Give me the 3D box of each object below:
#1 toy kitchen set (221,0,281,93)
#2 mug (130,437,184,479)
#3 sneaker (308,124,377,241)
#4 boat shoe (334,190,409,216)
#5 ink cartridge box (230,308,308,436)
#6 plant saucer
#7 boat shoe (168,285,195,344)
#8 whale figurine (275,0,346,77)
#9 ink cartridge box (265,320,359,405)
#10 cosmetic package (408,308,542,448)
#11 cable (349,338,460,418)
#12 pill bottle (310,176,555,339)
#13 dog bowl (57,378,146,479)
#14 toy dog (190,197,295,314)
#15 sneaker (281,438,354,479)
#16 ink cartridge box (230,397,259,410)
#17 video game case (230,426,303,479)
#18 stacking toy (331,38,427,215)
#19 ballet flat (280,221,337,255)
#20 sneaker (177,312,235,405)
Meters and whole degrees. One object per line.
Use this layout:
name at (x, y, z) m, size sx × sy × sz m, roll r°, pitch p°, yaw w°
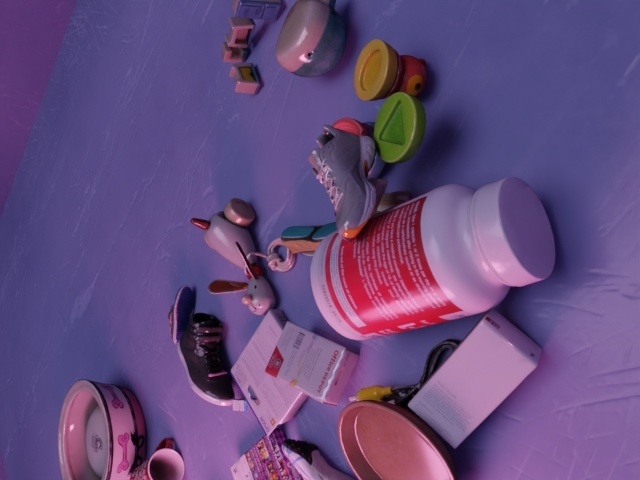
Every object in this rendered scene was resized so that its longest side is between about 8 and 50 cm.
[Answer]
toy kitchen set at (-0.172, -0.527, 1.664) m, size 0.166 × 0.122 × 0.207 m, roll 68°, pitch 150°, yaw 26°
mug at (-0.487, 0.694, 1.868) m, size 0.113 × 0.150 × 0.169 m, roll 46°, pitch 131°, yaw -4°
sneaker at (0.030, -0.109, 1.128) m, size 0.099 × 0.120 × 0.263 m, roll -54°, pitch 23°, yaw 40°
boat shoe at (0.115, -0.077, 1.336) m, size 0.189 × 0.068 × 0.072 m, roll 0°, pitch 71°, yaw 39°
ink cartridge box at (-0.114, 0.326, 1.530) m, size 0.224 × 0.045 × 0.223 m, roll -56°, pitch 51°, yaw 23°
plant saucer at (0.149, 0.416, 1.179) m, size 0.277 × 0.041 × 0.278 m, roll 25°, pitch 131°, yaw 32°
boat shoe at (-0.427, 0.222, 1.860) m, size 0.066 × 0.066 × 0.184 m, roll 14°, pitch 96°, yaw 47°
whale figurine at (-0.017, -0.499, 1.485) m, size 0.216 × 0.141 × 0.272 m, roll -48°, pitch 30°, yaw 31°
ink cartridge box at (-0.019, 0.274, 1.380) m, size 0.175 × 0.072 × 0.128 m, roll 19°, pitch 80°, yaw 36°
cosmetic package at (0.270, 0.243, 1.092) m, size 0.117 × 0.085 × 0.231 m, roll 41°, pitch 116°, yaw 12°
cable at (0.179, 0.310, 1.213) m, size 0.287 × 0.072 × 0.140 m, roll -44°, pitch 62°, yaw 34°
pill bottle at (0.192, 0.035, 1.114) m, size 0.407 × 0.228 × 0.229 m, roll -23°, pitch 70°, yaw 43°
dog bowl at (-0.728, 0.667, 2.070) m, size 0.407 × 0.150 × 0.409 m, roll -7°, pitch 80°, yaw 45°
toy dog at (-0.234, 0.033, 1.608) m, size 0.333 × 0.160 × 0.220 m, roll 42°, pitch 117°, yaw 41°
sneaker at (-0.014, 0.523, 1.382) m, size 0.237 × 0.085 × 0.086 m, roll 26°, pitch 100°, yaw 46°
ink cartridge box at (-0.196, 0.426, 1.608) m, size 0.083 × 0.048 × 0.028 m, roll -13°, pitch 77°, yaw 44°
video game case at (-0.120, 0.613, 1.514) m, size 0.210 × 0.041 × 0.232 m, roll -49°, pitch 54°, yaw 31°
stacking toy at (0.143, -0.213, 1.262) m, size 0.309 × 0.130 × 0.280 m, roll -63°, pitch 37°, yaw 35°
ballet flat at (0.000, 0.000, 1.442) m, size 0.232 × 0.080 × 0.073 m, roll 1°, pitch 127°, yaw 51°
sneaker at (-0.305, 0.312, 1.693) m, size 0.296 × 0.104 × 0.147 m, roll 45°, pitch 123°, yaw 44°
